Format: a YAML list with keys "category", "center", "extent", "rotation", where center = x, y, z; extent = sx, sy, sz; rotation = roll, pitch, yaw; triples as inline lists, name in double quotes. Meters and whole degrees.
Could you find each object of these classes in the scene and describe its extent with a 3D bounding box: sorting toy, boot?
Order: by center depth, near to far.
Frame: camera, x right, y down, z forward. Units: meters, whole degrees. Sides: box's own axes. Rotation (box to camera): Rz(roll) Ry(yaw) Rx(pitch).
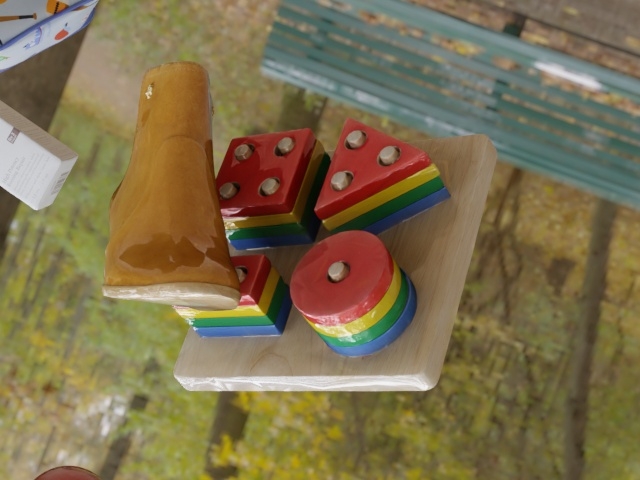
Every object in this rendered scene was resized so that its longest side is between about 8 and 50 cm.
- category: "boot"
  center: [-0.126, -0.050, 1.096]
  extent: [0.104, 0.211, 0.295]
  rotation: [9, 178, -20]
- category: "sorting toy"
  center: [0.000, 0.000, 1.135]
  extent: [0.256, 0.257, 0.089]
  rotation: [-4, 141, 31]

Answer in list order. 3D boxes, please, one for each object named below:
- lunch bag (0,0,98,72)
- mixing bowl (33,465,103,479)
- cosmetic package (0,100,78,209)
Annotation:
- category: "lunch bag"
  center: [-0.421, -0.358, 1.542]
  extent: [0.303, 0.243, 0.115]
  rotation: [55, 155, -1]
- category: "mixing bowl"
  center: [-0.425, 0.477, 2.218]
  extent: [0.181, 0.181, 0.098]
  rotation: [21, 159, -19]
- category: "cosmetic package"
  center: [-0.578, -0.171, 2.381]
  extent: [0.231, 0.117, 0.085]
  rotation: [33, -164, 4]
